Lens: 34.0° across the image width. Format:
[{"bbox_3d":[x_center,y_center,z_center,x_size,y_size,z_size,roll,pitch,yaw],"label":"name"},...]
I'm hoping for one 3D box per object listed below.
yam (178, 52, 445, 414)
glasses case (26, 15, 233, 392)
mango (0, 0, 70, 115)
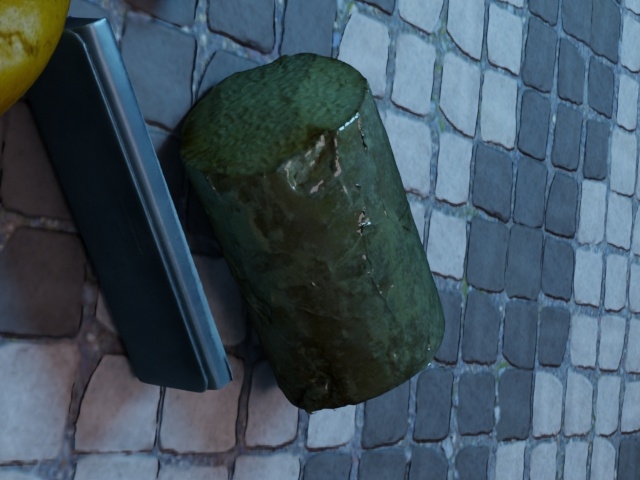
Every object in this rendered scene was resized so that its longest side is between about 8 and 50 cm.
[{"bbox_3d":[0.000,0.000,0.838,0.161,0.161,0.268,-44,124,-40],"label":"yam"},{"bbox_3d":[-0.139,-0.020,0.731,0.056,0.105,0.266,-24,111,-19],"label":"glasses case"},{"bbox_3d":[-0.233,-0.135,0.578,0.257,0.138,0.187,-26,92,-50],"label":"mango"}]
